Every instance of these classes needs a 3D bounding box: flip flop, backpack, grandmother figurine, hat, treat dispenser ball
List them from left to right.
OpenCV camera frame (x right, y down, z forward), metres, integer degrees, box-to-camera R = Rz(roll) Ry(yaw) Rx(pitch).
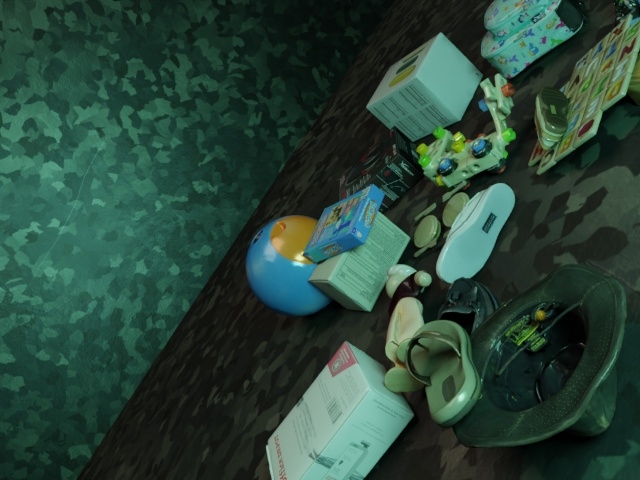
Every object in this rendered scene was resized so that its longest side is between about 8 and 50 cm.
[{"bbox_3d":[-0.069,0.072,1.688,0.288,0.288,0.288,-45,20,22],"label":"treat dispenser ball"},{"bbox_3d":[0.177,0.148,1.227,0.208,0.104,0.342,-61,9,23],"label":"grandmother figurine"},{"bbox_3d":[0.173,0.186,0.912,0.112,0.080,0.277,-54,5,14],"label":"flip flop"},{"bbox_3d":[0.542,-0.568,1.576,0.253,0.191,0.225,-43,21,40],"label":"backpack"},{"bbox_3d":[0.321,0.188,0.818,0.331,0.134,0.331,-46,7,8],"label":"hat"}]

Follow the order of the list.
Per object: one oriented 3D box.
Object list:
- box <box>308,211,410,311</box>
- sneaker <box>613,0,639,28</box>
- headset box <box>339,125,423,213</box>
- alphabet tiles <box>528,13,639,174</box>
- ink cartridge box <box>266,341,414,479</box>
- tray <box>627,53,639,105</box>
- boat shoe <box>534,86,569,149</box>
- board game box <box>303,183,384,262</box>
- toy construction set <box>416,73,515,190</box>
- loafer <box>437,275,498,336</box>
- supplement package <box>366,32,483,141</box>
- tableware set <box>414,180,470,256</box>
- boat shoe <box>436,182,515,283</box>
[{"bbox_3d":[0.101,0.049,1.544,0.232,0.148,0.127,-58,20,-17],"label":"box"},{"bbox_3d":[0.682,-0.532,1.330,0.067,0.078,0.188,-28,31,51],"label":"sneaker"},{"bbox_3d":[0.172,-0.186,1.854,0.293,0.110,0.218,-43,22,27],"label":"headset box"},{"bbox_3d":[0.545,-0.301,1.224,0.343,0.011,0.285,-62,5,-25],"label":"alphabet tiles"},{"bbox_3d":[0.028,0.374,1.174,0.283,0.117,0.207,-53,18,6],"label":"ink cartridge box"},{"bbox_3d":[0.699,-0.325,0.933,0.203,0.076,0.411,-53,18,-2],"label":"tray"},{"bbox_3d":[0.478,-0.257,1.251,0.190,0.068,0.072,-62,-11,-46],"label":"boat shoe"},{"bbox_3d":[0.057,-0.040,1.499,0.210,0.047,0.160,-23,36,52],"label":"board game box"},{"bbox_3d":[0.370,-0.243,1.466,0.328,0.151,0.215,-47,16,50],"label":"toy construction set"},{"bbox_3d":[0.257,0.159,1.065,0.109,0.095,0.302,-40,22,31],"label":"loafer"},{"bbox_3d":[0.324,-0.469,1.865,0.262,0.198,0.199,-16,40,60],"label":"supplement package"},{"bbox_3d":[0.298,-0.043,1.423,0.194,0.039,0.128,-41,33,47],"label":"tableware set"},{"bbox_3d":[0.318,-0.011,1.258,0.258,0.095,0.084,-48,12,-19],"label":"boat shoe"}]
